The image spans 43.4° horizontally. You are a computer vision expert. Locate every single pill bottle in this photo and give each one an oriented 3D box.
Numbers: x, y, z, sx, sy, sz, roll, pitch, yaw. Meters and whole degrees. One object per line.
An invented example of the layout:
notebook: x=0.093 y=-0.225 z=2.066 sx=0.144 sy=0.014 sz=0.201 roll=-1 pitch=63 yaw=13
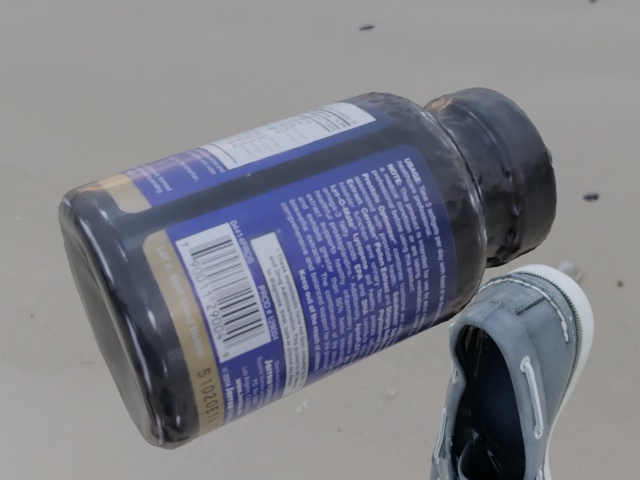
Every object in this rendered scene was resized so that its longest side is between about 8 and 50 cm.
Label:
pill bottle: x=0.000 y=0.000 z=0.388 sx=0.219 sy=0.123 sz=0.123 roll=-21 pitch=44 yaw=-22

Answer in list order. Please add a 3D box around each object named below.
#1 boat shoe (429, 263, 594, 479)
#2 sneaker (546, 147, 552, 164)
boat shoe: x=0.122 y=0.173 z=0.619 sx=0.116 sy=0.319 sz=0.099 roll=26 pitch=30 yaw=37
sneaker: x=0.234 y=-0.080 z=1.023 sx=0.051 sy=0.170 sz=0.089 roll=27 pitch=45 yaw=-8
